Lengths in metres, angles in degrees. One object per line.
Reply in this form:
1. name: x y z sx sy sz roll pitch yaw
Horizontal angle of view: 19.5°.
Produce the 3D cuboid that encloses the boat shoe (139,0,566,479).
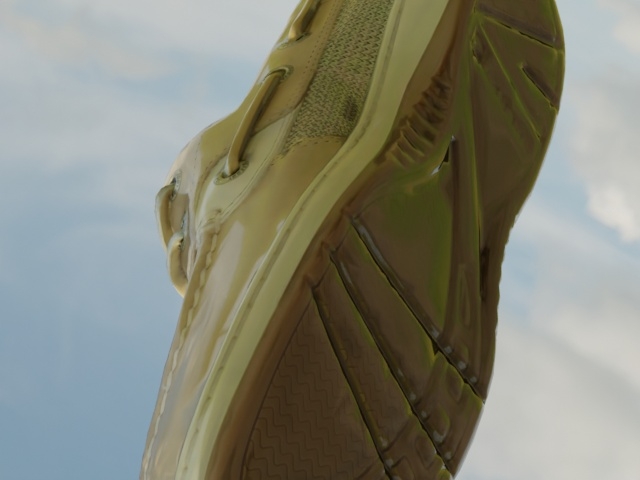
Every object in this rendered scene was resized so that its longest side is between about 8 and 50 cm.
1. boat shoe: 0.000 0.000 0.616 0.098 0.109 0.302 -6 -140 29
